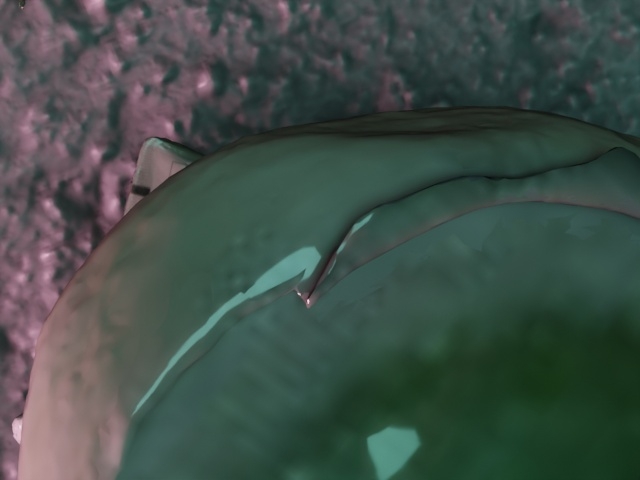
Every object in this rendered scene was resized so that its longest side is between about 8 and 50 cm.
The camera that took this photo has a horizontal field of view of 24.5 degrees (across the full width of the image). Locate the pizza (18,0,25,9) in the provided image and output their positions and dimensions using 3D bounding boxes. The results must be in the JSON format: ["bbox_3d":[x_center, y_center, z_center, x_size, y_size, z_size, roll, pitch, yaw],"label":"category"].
[{"bbox_3d":[-0.140,-0.188,0.775,0.100,0.029,0.099,-32,93,-6],"label":"pizza"}]

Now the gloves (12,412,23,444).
[{"bbox_3d":[-0.118,0.195,0.791,0.119,0.097,0.229,-14,106,-3],"label":"gloves"}]

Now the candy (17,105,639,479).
[{"bbox_3d":[0.046,0.101,0.718,0.427,0.186,0.386,28,97,-41],"label":"candy"}]

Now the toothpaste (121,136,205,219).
[{"bbox_3d":[0.000,0.000,0.816,0.218,0.041,0.064,15,100,-8],"label":"toothpaste"}]
